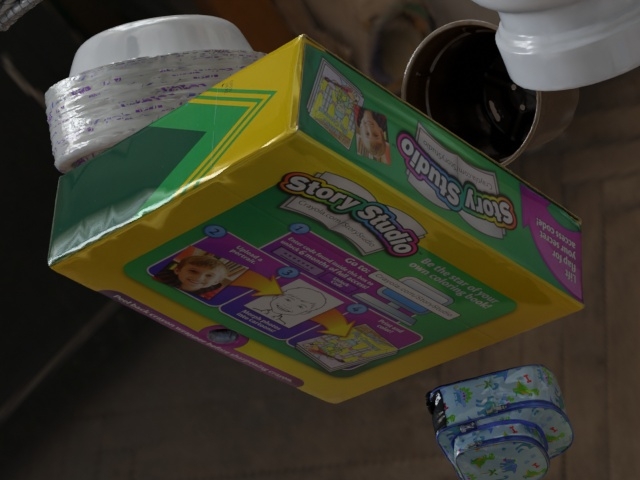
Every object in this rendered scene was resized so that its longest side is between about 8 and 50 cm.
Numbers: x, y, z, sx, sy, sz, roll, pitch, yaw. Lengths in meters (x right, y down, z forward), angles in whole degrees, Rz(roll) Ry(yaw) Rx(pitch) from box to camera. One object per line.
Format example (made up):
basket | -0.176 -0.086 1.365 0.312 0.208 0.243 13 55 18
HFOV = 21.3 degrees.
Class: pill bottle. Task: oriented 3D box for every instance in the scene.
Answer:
pill bottle | 0.141 -0.241 1.094 0.153 0.265 0.153 -18 24 9

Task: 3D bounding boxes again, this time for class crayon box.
crayon box | 0.000 0.000 1.505 0.313 0.363 0.106 -26 49 37

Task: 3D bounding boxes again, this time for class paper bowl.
paper bowl | -0.181 -0.171 1.994 0.284 0.284 0.148 -13 83 17

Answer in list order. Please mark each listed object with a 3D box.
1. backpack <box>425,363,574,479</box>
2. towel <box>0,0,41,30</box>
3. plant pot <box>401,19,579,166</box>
backpack | 0.164 0.168 1.496 0.114 0.105 0.084 -20 49 8
towel | -0.306 -0.366 1.684 0.283 0.121 0.235 -21 61 54
plant pot | 0.200 -0.163 1.894 0.167 0.165 0.167 5 99 29
